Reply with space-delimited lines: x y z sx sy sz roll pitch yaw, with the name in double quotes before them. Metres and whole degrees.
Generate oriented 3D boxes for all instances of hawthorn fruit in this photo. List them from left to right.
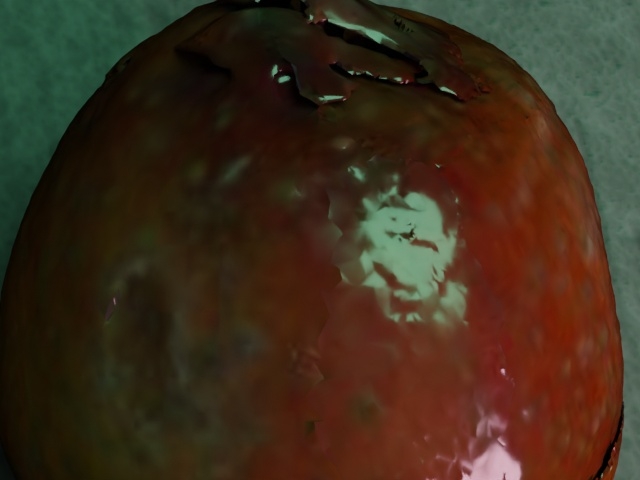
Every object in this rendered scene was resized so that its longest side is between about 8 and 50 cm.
"hawthorn fruit" 0.000 0.000 0.688 0.276 0.276 0.307 -10 111 -31
